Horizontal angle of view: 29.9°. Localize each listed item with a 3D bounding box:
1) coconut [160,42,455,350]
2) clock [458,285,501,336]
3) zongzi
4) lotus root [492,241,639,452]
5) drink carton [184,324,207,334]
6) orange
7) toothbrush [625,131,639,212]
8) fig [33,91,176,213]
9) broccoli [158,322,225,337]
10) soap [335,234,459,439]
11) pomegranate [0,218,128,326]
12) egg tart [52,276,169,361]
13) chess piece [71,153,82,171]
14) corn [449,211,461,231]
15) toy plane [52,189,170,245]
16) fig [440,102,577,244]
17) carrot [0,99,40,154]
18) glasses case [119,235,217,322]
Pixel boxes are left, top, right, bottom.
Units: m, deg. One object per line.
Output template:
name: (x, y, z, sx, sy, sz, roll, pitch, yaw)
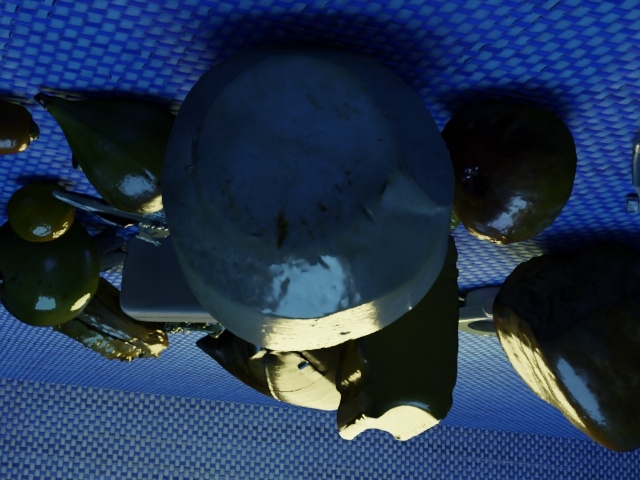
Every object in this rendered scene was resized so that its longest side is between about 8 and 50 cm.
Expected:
coconut: (-0.011, -0.038, 1.220, 0.323, 0.322, 0.323, 3, 164, 1)
clock: (0.323, 0.125, 2.141, 0.152, 0.062, 0.191, 18, 158, -40)
zongzi: (-0.136, 0.172, 2.198, 0.432, 0.207, 0.403, 6, 164, 27)
lotus root: (0.417, 0.116, 1.822, 0.316, 0.316, 0.250, -9, 142, 36)
drink carton: (-0.228, 0.122, 2.221, 0.084, 0.074, 0.200, 8, 165, -14)
orange: (-0.385, -0.041, 1.665, 0.095, 0.085, 0.085, -19, 160, 7)
toothbrush: (0.391, -0.080, 1.485, 0.025, 0.019, 0.275, 7, 166, 16)
fig: (-0.239, -0.097, 1.371, 0.185, 0.126, 0.133, 5, 178, -19)
broccoli: (-0.205, 0.093, 2.010, 0.138, 0.162, 0.146, 37, -176, -7)
soap: (0.111, 0.156, 1.883, 0.156, 0.293, 0.335, 2, 163, -7)
pomegranate: (-0.393, 0.033, 1.803, 0.211, 0.179, 0.179, -21, 168, -11)
egg tart: (-0.385, 0.126, 2.012, 0.291, 0.107, 0.291, 34, 180, 0)
chess piece: (-0.262, -0.104, 1.506, 0.093, 0.042, 0.042, 4, 166, -29)
corn: (0.025, -0.073, 1.435, 0.305, 0.122, 0.123, 7, -153, -3)
toy plane: (-0.239, -0.045, 1.642, 0.262, 0.088, 0.192, 24, 150, -28)
fig: (0.233, -0.077, 1.361, 0.159, 0.159, 0.257, -6, 179, 30)
carrot: (-0.435, -0.135, 1.371, 0.225, 0.067, 0.067, 5, 164, -2)
glasses case: (-0.154, 0.061, 1.887, 0.313, 0.131, 0.070, 1, 164, 10)
